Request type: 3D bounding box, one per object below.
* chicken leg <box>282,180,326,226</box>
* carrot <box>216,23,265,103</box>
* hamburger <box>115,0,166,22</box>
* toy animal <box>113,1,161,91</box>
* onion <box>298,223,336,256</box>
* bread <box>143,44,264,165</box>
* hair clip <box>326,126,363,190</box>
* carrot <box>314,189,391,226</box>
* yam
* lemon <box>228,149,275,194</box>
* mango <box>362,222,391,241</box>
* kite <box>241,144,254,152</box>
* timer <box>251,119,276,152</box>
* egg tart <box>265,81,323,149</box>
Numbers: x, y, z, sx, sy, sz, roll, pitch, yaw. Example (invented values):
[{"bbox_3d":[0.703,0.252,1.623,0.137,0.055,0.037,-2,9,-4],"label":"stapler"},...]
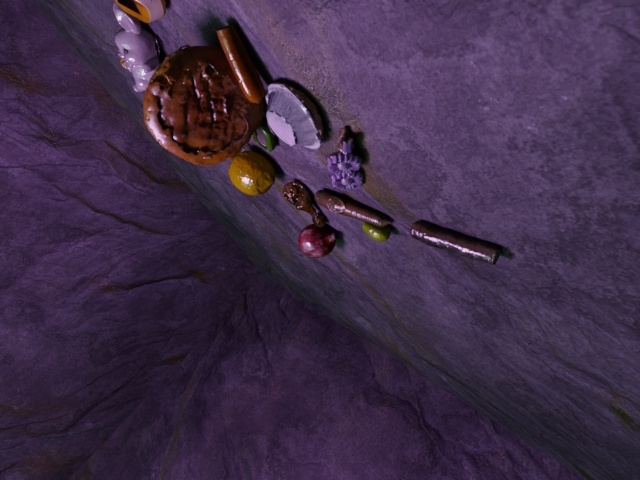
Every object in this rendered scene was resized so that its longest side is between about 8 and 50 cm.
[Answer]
[{"bbox_3d":[-0.059,-0.146,1.781,0.251,0.087,0.107,47,-178,-35],"label":"chicken leg"},{"bbox_3d":[-0.224,-0.498,1.248,0.067,0.067,0.225,21,144,51],"label":"carrot"},{"bbox_3d":[-0.569,-0.773,1.339,0.210,0.116,0.173,32,169,19],"label":"hamburger"},{"bbox_3d":[-0.700,-0.732,1.669,0.208,0.154,0.325,-125,26,-44],"label":"toy animal"},{"bbox_3d":[0.000,0.000,1.880,0.195,0.159,0.159,-6,131,48],"label":"onion"},{"bbox_3d":[-0.373,-0.419,1.355,0.358,0.337,0.204,30,-174,-45],"label":"bread"},{"bbox_3d":[0.074,-0.221,1.292,0.106,0.084,0.292,-5,155,4],"label":"hair clip"},{"bbox_3d":[0.104,-0.110,1.515,0.342,0.070,0.070,26,157,40],"label":"carrot"},{"bbox_3d":[0.369,0.004,1.210,0.274,0.061,0.061,23,155,45],"label":"yam"},{"bbox_3d":[-0.281,-0.276,1.779,0.193,0.180,0.180,29,166,-13],"label":"lemon"},{"bbox_3d":[0.190,-0.036,1.483,0.108,0.073,0.056,30,130,28],"label":"mango"},{"bbox_3d":[-0.337,-0.400,1.890,0.229,0.012,0.250,42,165,5],"label":"kite"},{"bbox_3d":[-0.214,-0.390,1.572,0.128,0.047,0.140,40,163,14],"label":"timer"},{"bbox_3d":[-0.090,-0.357,1.293,0.234,0.094,0.234,42,165,14],"label":"egg tart"}]
